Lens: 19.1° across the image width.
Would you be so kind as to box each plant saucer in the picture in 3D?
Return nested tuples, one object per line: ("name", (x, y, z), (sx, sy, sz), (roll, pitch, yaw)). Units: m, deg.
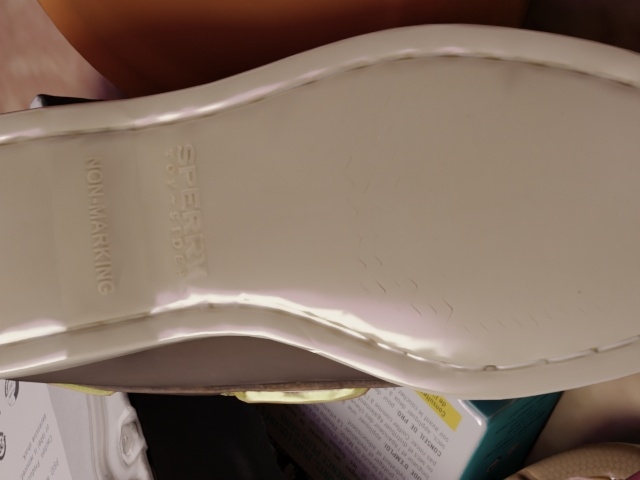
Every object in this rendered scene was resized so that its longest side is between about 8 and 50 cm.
("plant saucer", (-0.028, -0.100, 0.649), (0.200, 0.037, 0.200), (16, 139, 14))

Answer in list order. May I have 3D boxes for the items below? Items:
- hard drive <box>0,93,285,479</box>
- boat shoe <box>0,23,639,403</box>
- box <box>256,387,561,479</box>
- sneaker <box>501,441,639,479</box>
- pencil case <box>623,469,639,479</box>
("hard drive", (-0.094, 0.138, 0.783), (0.237, 0.064, 0.339), (-60, 40, 39))
("boat shoe", (0.000, 0.000, 0.636), (0.324, 0.097, 0.116), (-6, 83, 17))
("box", (0.015, 0.099, 0.781), (0.100, 0.060, 0.244), (44, 141, 20))
("sneaker", (0.076, 0.190, 0.759), (0.099, 0.153, 0.282), (42, 110, 26))
("pencil case", (0.107, 0.126, 0.431), (0.167, 0.386, 0.160), (48, 152, 16))
